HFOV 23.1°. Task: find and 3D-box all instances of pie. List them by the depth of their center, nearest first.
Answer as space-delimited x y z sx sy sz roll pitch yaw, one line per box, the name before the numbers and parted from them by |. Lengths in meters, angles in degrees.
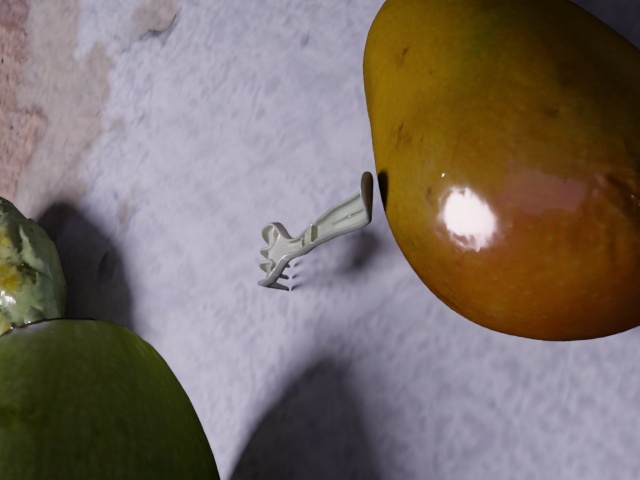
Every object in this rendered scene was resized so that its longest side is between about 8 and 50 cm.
pie | -0.255 0.111 1.082 0.274 0.105 0.257 -65 29 9

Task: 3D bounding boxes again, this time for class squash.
squash | -0.153 0.205 0.803 0.210 0.233 0.309 -33 53 37

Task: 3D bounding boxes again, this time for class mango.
mango | 0.082 -0.043 0.704 0.138 0.113 0.253 -62 35 18

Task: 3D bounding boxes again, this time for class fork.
fork | -0.006 -0.002 0.789 0.219 0.028 0.034 141 141 -74
